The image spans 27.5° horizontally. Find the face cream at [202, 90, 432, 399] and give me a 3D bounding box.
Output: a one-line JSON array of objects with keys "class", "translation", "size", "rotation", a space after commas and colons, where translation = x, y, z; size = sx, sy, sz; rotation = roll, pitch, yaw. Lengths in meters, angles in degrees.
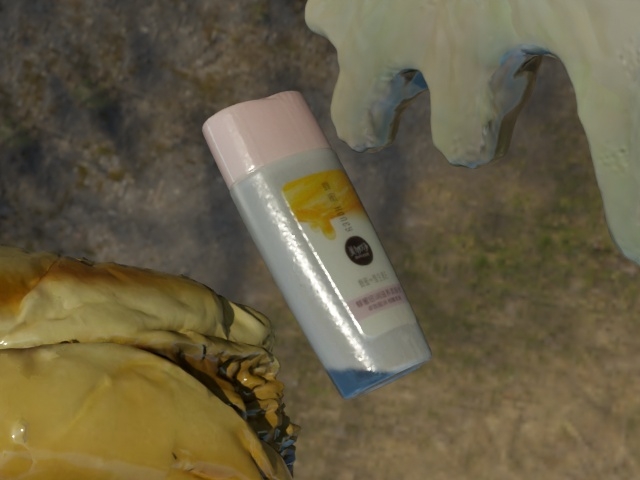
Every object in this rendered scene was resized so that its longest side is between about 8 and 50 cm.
[{"class": "face cream", "translation": [0.000, 0.000, 0.830], "size": [0.084, 0.198, 0.057], "rotation": [-19, 168, -40]}]

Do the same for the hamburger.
[{"class": "hamburger", "translation": [-0.108, 0.080, 0.426], "size": [0.214, 0.108, 0.213], "rotation": [-8, 146, -5]}]

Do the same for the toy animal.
[{"class": "toy animal", "translation": [0.151, -0.114, 0.641], "size": [0.266, 0.188, 0.308], "rotation": [58, 146, 8]}]
